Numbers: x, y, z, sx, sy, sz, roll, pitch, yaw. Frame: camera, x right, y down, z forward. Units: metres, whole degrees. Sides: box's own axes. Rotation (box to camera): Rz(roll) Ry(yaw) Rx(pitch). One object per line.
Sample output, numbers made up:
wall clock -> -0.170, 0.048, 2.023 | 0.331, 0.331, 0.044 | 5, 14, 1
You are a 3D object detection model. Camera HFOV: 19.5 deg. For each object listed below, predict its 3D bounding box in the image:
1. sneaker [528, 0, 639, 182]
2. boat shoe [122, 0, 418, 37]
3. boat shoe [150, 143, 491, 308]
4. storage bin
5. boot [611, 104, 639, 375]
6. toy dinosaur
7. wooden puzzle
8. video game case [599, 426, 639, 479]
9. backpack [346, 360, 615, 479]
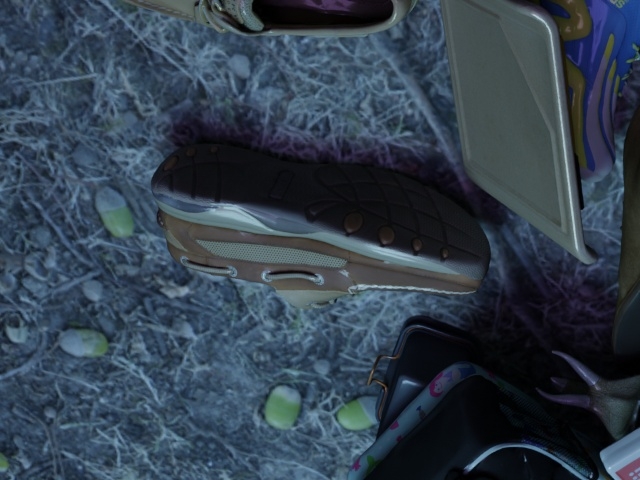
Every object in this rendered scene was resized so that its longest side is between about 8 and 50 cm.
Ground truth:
sneaker -> 0.243, -0.166, 1.581 | 0.126, 0.091, 0.240 | -12, 114, 19
boat shoe -> -0.064, -0.230, 1.627 | 0.302, 0.098, 0.109 | 8, 119, 12
boat shoe -> 0.000, 0.000, 1.730 | 0.324, 0.123, 0.116 | 15, 127, 15
storage bin -> 0.091, 0.154, 1.793 | 0.098, 0.091, 0.135 | 20, 120, 5
boot -> 0.311, -0.003, 1.656 | 0.112, 0.115, 0.305 | -9, 136, -12
toy dinosaur -> 0.369, 0.138, 1.661 | 0.313, 0.121, 0.160 | -19, 151, 17
wooden puzzle -> 0.166, -0.118, 1.576 | 0.044, 0.221, 0.238 | -22, 116, -13
video game case -> 0.411, 0.169, 1.627 | 0.285, 0.025, 0.204 | -33, 131, 14
backpack -> 0.160, 0.249, 1.694 | 0.253, 0.191, 0.225 | 30, 112, -28
